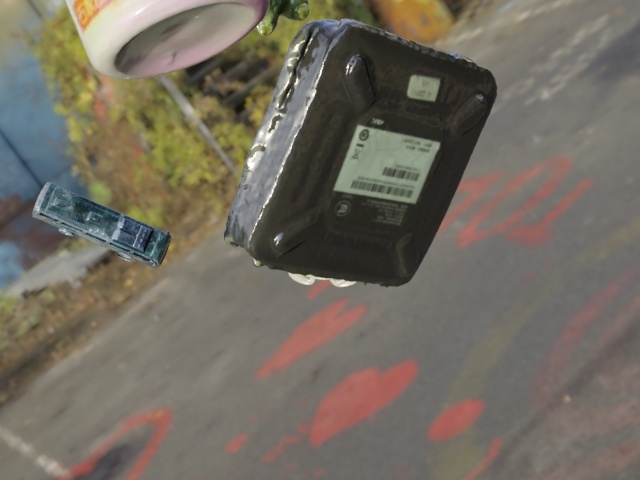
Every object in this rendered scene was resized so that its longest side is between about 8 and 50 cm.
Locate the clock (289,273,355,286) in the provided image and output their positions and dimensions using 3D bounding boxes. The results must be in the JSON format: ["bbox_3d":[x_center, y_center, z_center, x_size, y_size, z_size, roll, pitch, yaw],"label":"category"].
[{"bbox_3d":[0.000,0.000,2.245,0.152,0.191,0.062,5,40,11],"label":"clock"}]

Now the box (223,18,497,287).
[{"bbox_3d":[0.063,-0.110,1.793,0.091,0.359,0.350,37,110,43],"label":"box"}]

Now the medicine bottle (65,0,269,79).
[{"bbox_3d":[-0.222,-0.397,1.501,0.219,0.388,0.219,-21,-11,-4],"label":"medicine bottle"}]

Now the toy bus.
[{"bbox_3d":[-0.259,-0.017,1.574,0.065,0.166,0.047,157,135,-73],"label":"toy bus"}]

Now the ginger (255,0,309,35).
[{"bbox_3d":[-0.126,-0.353,1.879,0.089,0.137,0.290,-27,-19,38],"label":"ginger"}]
